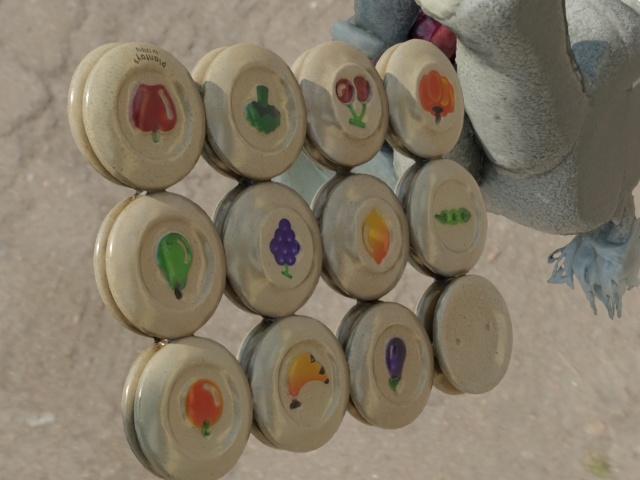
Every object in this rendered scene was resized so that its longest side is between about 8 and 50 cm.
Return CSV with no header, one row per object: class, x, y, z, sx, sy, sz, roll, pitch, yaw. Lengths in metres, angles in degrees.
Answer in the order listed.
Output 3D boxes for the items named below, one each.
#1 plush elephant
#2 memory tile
plush elephant,0.091,-0.120,0.854,0.255,0.330,0.272,24,51,34
memory tile,0.000,0.000,0.364,0.012,0.148,0.113,-8,91,44
